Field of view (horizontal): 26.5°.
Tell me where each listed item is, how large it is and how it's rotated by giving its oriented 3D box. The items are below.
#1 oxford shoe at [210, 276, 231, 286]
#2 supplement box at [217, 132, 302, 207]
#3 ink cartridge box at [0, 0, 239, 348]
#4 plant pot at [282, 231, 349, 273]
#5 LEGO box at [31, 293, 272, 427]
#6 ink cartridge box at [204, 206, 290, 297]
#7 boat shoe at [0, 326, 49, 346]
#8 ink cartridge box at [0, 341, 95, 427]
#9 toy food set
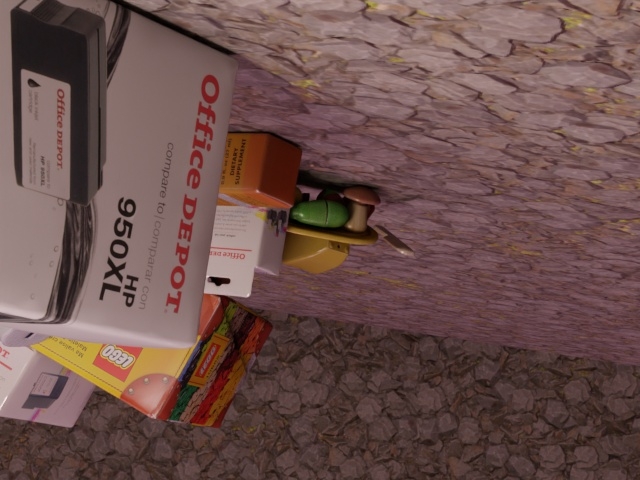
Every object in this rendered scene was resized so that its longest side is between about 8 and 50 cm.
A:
[{"bbox_3d":[-0.151,-0.015,2.102,0.146,0.140,0.397,45,174,-5],"label":"oxford shoe"},{"bbox_3d":[-0.139,-0.086,1.656,0.233,0.078,0.080,2,169,37],"label":"supplement box"},{"bbox_3d":[-0.273,-0.077,1.158,0.166,0.285,0.395,1,169,40],"label":"ink cartridge box"},{"bbox_3d":[0.000,0.000,2.084,0.081,0.081,0.083,17,160,-42],"label":"plant pot"},{"bbox_3d":[-0.356,0.073,2.028,0.500,0.193,0.372,28,176,14],"label":"LEGO box"},{"bbox_3d":[-0.102,-0.015,1.728,0.104,0.181,0.061,5,170,30],"label":"ink cartridge box"},{"bbox_3d":[-0.320,0.016,1.733,0.335,0.119,0.121,-34,160,29],"label":"boat shoe"},{"bbox_3d":[-0.499,0.179,2.081,0.207,0.119,0.353,29,176,17],"label":"ink cartridge box"},{"bbox_3d":[0.017,-0.048,1.808,0.218,0.071,0.128,10,-165,-17],"label":"toy food set"}]
